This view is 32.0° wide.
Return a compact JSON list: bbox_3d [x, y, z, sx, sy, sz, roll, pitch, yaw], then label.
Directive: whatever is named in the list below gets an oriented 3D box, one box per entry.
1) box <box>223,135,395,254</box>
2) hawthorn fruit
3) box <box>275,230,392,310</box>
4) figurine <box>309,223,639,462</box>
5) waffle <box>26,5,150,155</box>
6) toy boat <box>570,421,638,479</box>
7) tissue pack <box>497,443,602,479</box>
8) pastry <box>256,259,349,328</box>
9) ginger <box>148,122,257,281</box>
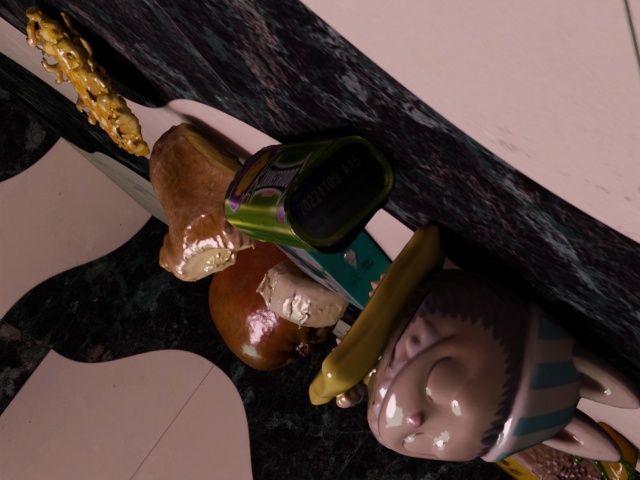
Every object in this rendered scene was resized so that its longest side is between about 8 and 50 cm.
[{"bbox_3d":[-0.027,-0.059,1.338,0.097,0.134,0.345,39,173,-15],"label":"box"},{"bbox_3d":[-0.115,0.120,2.388,0.301,0.268,0.268,47,177,21],"label":"hawthorn fruit"},{"bbox_3d":[0.000,0.000,1.731,0.153,0.092,0.245,31,170,35],"label":"box"},{"bbox_3d":[0.197,0.192,1.420,0.378,0.266,0.361,36,178,3],"label":"figurine"},{"bbox_3d":[-0.375,-0.248,1.795,0.280,0.060,0.262,47,166,8],"label":"waffle"},{"bbox_3d":[0.483,0.374,1.881,0.089,0.088,0.229,28,169,42],"label":"toy boat"},{"bbox_3d":[0.412,0.409,2.241,0.271,0.134,0.192,40,173,-23],"label":"tissue pack"},{"bbox_3d":[-0.022,0.086,1.907,0.166,0.088,0.166,13,-160,-5],"label":"pastry"},{"bbox_3d":[-0.201,-0.056,1.791,0.130,0.221,0.276,10,-160,-41],"label":"ginger"}]
